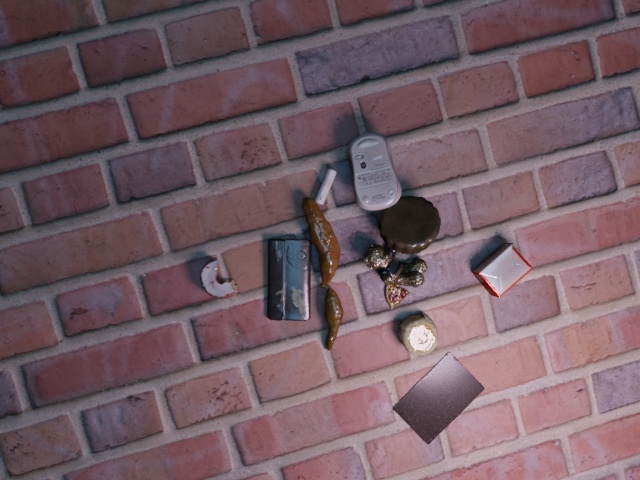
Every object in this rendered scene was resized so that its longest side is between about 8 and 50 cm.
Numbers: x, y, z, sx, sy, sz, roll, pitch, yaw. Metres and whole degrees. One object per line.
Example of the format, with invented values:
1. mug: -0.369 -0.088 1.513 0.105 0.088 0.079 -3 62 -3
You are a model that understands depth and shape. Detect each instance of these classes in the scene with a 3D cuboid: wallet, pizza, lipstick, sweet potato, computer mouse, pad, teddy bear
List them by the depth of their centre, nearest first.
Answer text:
1. computer mouse: 0.198 -0.257 1.530 0.184 0.121 0.297 -16 85 6
2. sweet potato: 0.015 0.000 1.545 0.106 0.095 0.355 -12 93 14
3. teddy bear: 0.280 0.110 1.554 0.251 0.182 0.129 28 126 -5
4. wallet: -0.120 0.153 1.565 0.170 0.044 0.322 1 92 -6
5. lipstick: 0.019 -0.207 1.566 0.040 0.040 0.141 23 91 -4
6. sweet potato: 0.052 0.303 1.566 0.074 0.075 0.270 0 100 -4
7. pizza: 0.293 0.207 1.600 0.100 0.029 0.099 -40 93 -2
8. pad: 0.481 0.639 1.635 0.330 0.004 0.220 -43 94 -2

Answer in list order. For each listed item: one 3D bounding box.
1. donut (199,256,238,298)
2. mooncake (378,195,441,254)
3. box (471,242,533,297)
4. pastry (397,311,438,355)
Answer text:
1. donut: -0.398 0.157 1.537 0.117 0.065 0.166 -32 92 -4
2. mooncake: 0.332 -0.054 1.521 0.228 0.124 0.228 -3 66 6
3. box: 0.714 0.117 1.591 0.182 0.099 0.133 -43 91 0
4. pastry: 0.387 0.370 1.582 0.165 0.088 0.166 0 94 -6
